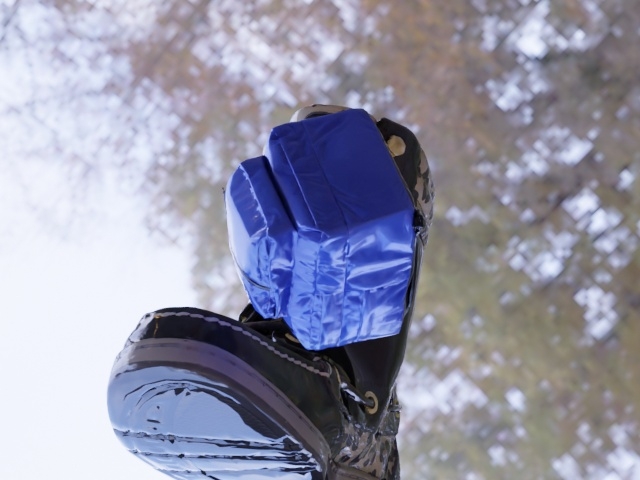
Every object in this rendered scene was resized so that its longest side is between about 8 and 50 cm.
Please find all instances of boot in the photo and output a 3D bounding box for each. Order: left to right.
[{"bbox_3d":[-0.017,0.039,1.262,0.377,0.138,0.284,44,-129,-57],"label":"boot"}]

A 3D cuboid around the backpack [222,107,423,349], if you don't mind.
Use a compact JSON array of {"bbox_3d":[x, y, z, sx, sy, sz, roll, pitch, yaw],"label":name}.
[{"bbox_3d":[0.000,0.000,1.010,0.101,0.120,0.098,-12,-129,-6],"label":"backpack"}]
